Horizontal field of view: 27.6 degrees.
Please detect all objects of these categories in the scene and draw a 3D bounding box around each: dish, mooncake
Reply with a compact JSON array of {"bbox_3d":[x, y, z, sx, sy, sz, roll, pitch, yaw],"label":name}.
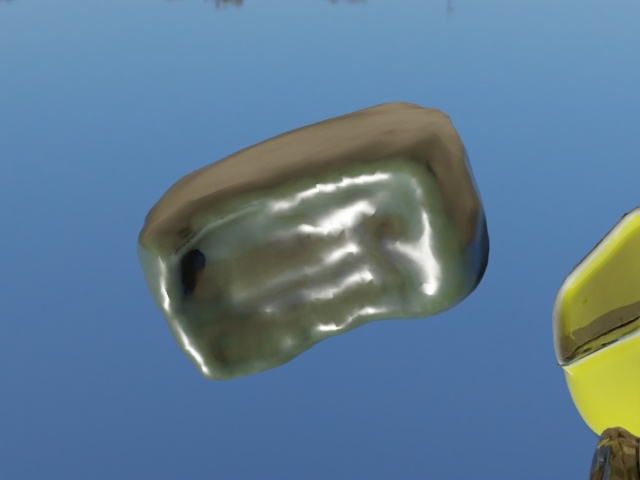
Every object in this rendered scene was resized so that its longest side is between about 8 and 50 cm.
[{"bbox_3d":[0.258,0.055,1.006,0.108,0.262,0.221,21,-128,-20],"label":"dish"},{"bbox_3d":[0.000,0.000,0.641,0.175,0.104,0.168,-10,-168,43],"label":"mooncake"}]

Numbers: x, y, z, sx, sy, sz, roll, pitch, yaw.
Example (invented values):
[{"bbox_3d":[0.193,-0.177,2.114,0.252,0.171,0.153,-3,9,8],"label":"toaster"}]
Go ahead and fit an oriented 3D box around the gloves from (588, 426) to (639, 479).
[{"bbox_3d":[0.208,0.240,0.607,0.154,0.331,0.141,-28,154,19],"label":"gloves"}]
